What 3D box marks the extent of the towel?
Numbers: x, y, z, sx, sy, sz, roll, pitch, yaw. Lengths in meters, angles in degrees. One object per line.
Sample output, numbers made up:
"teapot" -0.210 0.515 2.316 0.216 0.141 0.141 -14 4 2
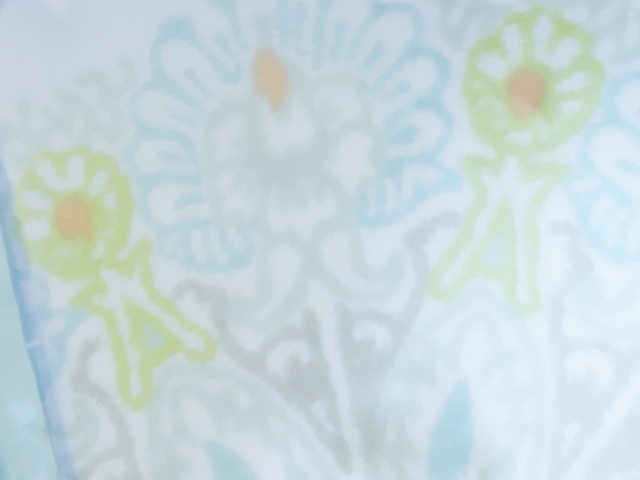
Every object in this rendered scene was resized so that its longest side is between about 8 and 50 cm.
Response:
"towel" 0.026 -0.050 0.516 0.320 0.090 0.374 -16 82 14
